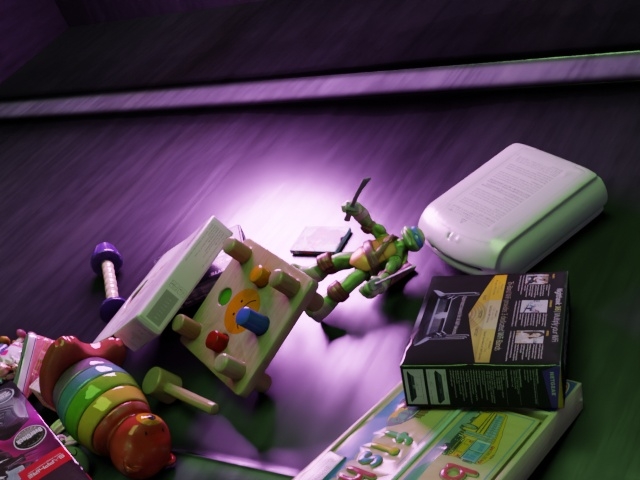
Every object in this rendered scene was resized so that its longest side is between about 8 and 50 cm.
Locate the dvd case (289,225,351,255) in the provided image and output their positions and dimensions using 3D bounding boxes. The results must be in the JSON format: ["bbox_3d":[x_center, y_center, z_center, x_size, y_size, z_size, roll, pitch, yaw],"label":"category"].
[{"bbox_3d":[0.000,0.000,2.009,0.119,0.013,0.087,1,41,33],"label":"dvd case"}]

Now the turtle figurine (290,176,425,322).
[{"bbox_3d":[0.056,0.025,1.746,0.266,0.198,0.274,-32,-7,15],"label":"turtle figurine"}]

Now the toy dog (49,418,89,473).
[{"bbox_3d":[-0.608,0.402,1.687,0.333,0.161,0.220,-23,34,0],"label":"toy dog"}]

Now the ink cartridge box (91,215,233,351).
[{"bbox_3d":[-0.334,0.106,1.916,0.261,0.066,0.296,-32,20,51],"label":"ink cartridge box"}]

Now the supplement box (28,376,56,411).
[{"bbox_3d":[-0.542,0.319,1.850,0.098,0.062,0.036,11,48,42],"label":"supplement box"}]

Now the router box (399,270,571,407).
[{"bbox_3d":[0.280,0.156,1.486,0.243,0.081,0.309,-3,24,19],"label":"router box"}]

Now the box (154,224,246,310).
[{"bbox_3d":[-0.265,0.065,2.044,0.220,0.051,0.175,-22,33,3],"label":"box"}]

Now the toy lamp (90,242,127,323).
[{"bbox_3d":[-0.494,0.090,2.122,0.080,0.080,0.275,-26,33,-4],"label":"toy lamp"}]

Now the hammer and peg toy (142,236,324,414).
[{"bbox_3d":[-0.166,0.188,1.728,0.266,0.127,0.361,29,85,50],"label":"hammer and peg toy"}]

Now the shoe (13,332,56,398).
[{"bbox_3d":[-0.603,0.289,1.927,0.063,0.081,0.178,-28,49,55],"label":"shoe"}]

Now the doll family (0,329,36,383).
[{"bbox_3d":[-0.756,0.277,2.019,0.263,0.118,0.163,10,37,14],"label":"doll family"}]

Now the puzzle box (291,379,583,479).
[{"bbox_3d":[0.181,0.306,1.354,0.272,0.052,0.409,10,31,38],"label":"puzzle box"}]

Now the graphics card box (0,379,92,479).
[{"bbox_3d":[-0.525,0.400,1.485,0.233,0.094,0.371,-33,36,-23],"label":"graphics card box"}]

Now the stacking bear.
[{"bbox_3d":[-0.378,0.321,1.661,0.289,0.175,0.164,36,106,37],"label":"stacking bear"}]

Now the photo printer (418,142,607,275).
[{"bbox_3d":[0.363,-0.050,1.776,0.307,0.107,0.256,-36,36,-17],"label":"photo printer"}]
